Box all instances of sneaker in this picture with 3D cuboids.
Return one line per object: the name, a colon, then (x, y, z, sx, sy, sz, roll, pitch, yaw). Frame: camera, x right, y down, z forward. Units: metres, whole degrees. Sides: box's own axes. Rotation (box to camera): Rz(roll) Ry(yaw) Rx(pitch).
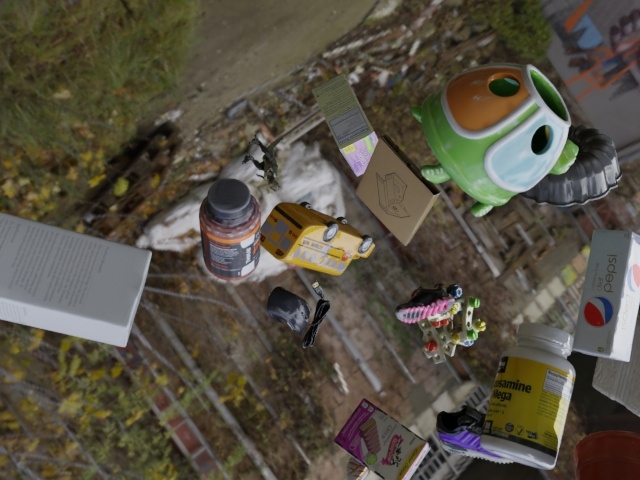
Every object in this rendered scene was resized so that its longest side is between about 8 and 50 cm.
sneaker: (0.162, 0.677, 2.142, 0.084, 0.083, 0.215, 2, -137, 49)
sneaker: (0.456, 0.536, 1.933, 0.293, 0.146, 0.102, -6, -151, 33)
sneaker: (0.182, 0.111, 1.242, 0.119, 0.057, 0.047, -11, 143, -24)

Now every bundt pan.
bundt pan: (0.751, -0.250, 2.105, 0.331, 0.124, 0.331, -12, -142, 10)

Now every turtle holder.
turtle holder: (0.341, -0.180, 1.251, 0.227, 0.320, 0.243, -34, -157, 34)

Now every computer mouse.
computer mouse: (-0.046, 0.188, 1.994, 0.060, 0.262, 0.184, 6, -121, 37)

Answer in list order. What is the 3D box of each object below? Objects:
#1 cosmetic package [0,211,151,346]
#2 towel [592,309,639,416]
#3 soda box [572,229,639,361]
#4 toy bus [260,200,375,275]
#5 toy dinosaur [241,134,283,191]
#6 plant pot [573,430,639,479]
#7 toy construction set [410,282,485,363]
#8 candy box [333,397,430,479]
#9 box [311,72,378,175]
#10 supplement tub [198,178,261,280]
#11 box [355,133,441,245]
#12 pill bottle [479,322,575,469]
cosmetic package: (-0.689, 0.096, 1.748, 0.161, 0.453, 0.230, 122, -19, -57)
towel: (0.847, 0.321, 1.867, 0.049, 0.282, 0.187, -5, -158, -28)
soda box: (0.499, 0.093, 1.173, 0.069, 0.216, 0.074, 19, 171, -38)
toy bus: (0.000, 0.000, 1.637, 0.130, 0.108, 0.333, -57, 149, 8)
toy dinosaur: (-0.170, -0.248, 2.065, 0.064, 0.118, 0.268, -39, -146, 33)
plant pot: (0.687, 0.619, 1.529, 0.272, 0.272, 0.265, -32, -163, 45)
toy construction set: (0.362, 0.238, 1.994, 0.151, 0.215, 0.328, -4, -176, 31)
candy box: (0.177, 0.590, 1.979, 0.159, 0.233, 0.071, -53, 150, -14)
box: (0.095, -0.364, 2.164, 0.117, 0.243, 0.213, -26, 156, 8)
supplement tub: (-0.155, -0.020, 1.177, 0.106, 0.106, 0.198, -35, 157, -24)
box: (0.153, -0.098, 1.396, 0.021, 0.164, 0.201, -32, 162, -27)
pill bottle: (0.531, 0.387, 1.725, 0.188, 0.188, 0.334, -30, -141, 68)
